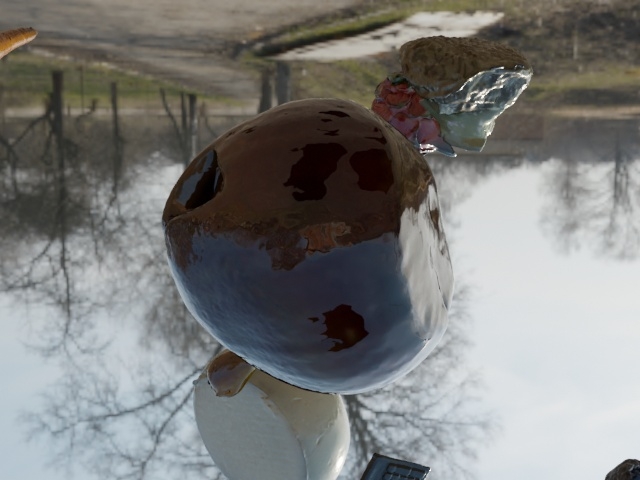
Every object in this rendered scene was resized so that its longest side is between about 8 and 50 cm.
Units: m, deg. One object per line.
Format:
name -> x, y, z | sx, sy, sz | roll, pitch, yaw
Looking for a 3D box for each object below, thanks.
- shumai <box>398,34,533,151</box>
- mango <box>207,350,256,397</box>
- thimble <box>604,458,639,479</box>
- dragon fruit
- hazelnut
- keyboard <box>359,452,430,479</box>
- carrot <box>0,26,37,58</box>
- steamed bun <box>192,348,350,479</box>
shumai -> 0.159, -0.159, 0.907 | 0.145, 0.116, 0.146 | 5, -155, -2
mango -> -0.167, 0.248, 1.588 | 0.127, 0.077, 0.063 | -42, -171, 26
thimble -> 0.505, 0.410, 1.338 | 0.095, 0.066, 0.104 | 12, -136, -34
dragon fruit -> 0.226, -0.289, 1.958 | 0.193, 0.274, 0.192 | -29, -148, 24
hazelnut -> 0.000, 0.000, 1.163 | 0.401, 0.402, 0.429 | 5, 147, 35
keyboard -> 0.039, 0.358, 0.961 | 0.087, 0.251, 0.017 | 20, -166, -27
carrot -> -0.538, -0.327, 1.375 | 0.061, 0.061, 0.257 | 2, -151, 13
steamed bun -> -0.089, 0.384, 1.807 | 0.374, 0.375, 0.241 | 7, -155, 44
